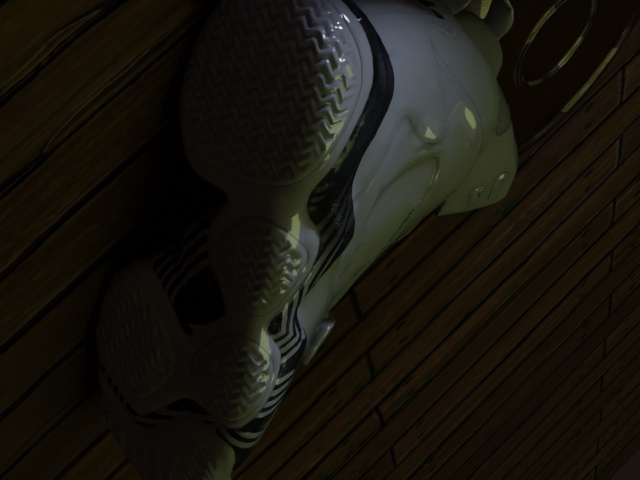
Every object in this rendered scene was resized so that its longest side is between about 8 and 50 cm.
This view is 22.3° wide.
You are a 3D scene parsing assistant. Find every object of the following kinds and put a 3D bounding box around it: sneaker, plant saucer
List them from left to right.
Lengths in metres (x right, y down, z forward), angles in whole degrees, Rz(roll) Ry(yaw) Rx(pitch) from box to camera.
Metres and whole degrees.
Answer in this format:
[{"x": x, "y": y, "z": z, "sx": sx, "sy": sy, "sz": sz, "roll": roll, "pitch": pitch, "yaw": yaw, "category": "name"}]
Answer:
[{"x": 0.000, "y": 0.000, "z": 0.986, "sx": 0.210, "sy": 0.137, "sz": 0.366, "roll": -16, "pitch": 137, "yaw": -43, "category": "sneaker"}, {"x": 0.152, "y": -0.155, "z": 1.150, "sx": 0.310, "sy": 0.050, "sz": 0.310, "roll": -38, "pitch": 154, "yaw": -22, "category": "plant saucer"}]
